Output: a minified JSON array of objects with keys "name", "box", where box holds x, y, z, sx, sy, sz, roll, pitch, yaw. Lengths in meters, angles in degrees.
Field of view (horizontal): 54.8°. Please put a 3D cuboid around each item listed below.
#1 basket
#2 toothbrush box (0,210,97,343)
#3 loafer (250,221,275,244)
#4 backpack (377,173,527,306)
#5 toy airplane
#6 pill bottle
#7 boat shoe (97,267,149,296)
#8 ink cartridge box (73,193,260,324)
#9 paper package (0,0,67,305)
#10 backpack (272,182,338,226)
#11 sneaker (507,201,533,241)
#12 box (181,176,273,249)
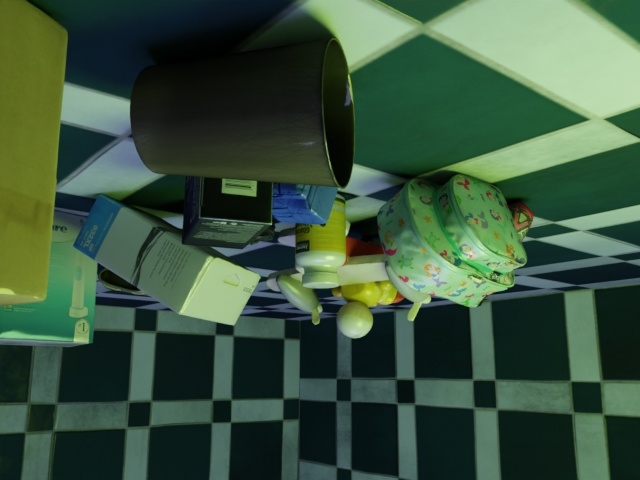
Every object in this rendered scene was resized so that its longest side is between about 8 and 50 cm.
[{"name":"basket","box":[-0.086,-0.140,0.715,0.226,0.154,0.204,1,166,13]},{"name":"toothbrush box","box":[-0.629,0.084,1.385,0.126,0.296,0.216,-13,163,41]},{"name":"loafer","box":[-0.199,-0.021,1.385,0.096,0.084,0.267,-10,164,32]},{"name":"backpack","box":[0.236,-0.007,1.139,0.253,0.225,0.191,12,142,-29]},{"name":"toy airplane","box":[0.070,0.090,1.451,0.384,0.273,0.386,2,168,-7]},{"name":"pill bottle","box":[0.000,0.000,1.246,0.103,0.184,0.103,0,167,0]},{"name":"boat shoe","box":[-0.577,0.132,2.038,0.304,0.109,0.091,4,172,2]},{"name":"ink cartridge box","box":[-0.314,0.044,1.287,0.307,0.129,0.223,27,178,24]},{"name":"paper package","box":[-0.391,-0.104,0.497,0.168,0.310,0.325,-4,168,20]},{"name":"backpack","box":[-0.044,-0.087,1.071,0.120,0.098,0.101,1,150,39]},{"name":"sneaker","box":[0.385,-0.012,1.379,0.121,0.112,0.299,42,175,-4]},{"name":"box","box":[-0.149,-0.079,0.967,0.108,0.153,0.207,5,166,-19]}]
